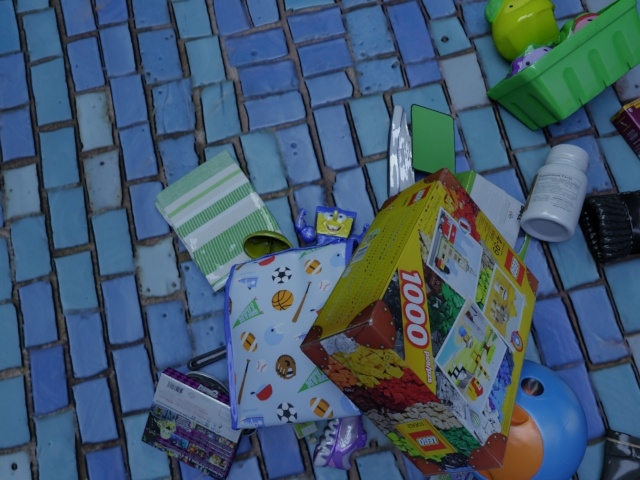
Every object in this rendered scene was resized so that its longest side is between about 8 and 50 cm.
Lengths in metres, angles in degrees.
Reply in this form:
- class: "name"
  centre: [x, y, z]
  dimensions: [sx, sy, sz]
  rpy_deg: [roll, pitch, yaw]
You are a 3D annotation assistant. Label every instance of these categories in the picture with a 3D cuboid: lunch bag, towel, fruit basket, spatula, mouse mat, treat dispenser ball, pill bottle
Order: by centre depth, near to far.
- class: "treat dispenser ball"
  centre: [0.429, 0.404, 1.265]
  dimensions: [0.288, 0.288, 0.288]
  rpy_deg: [-1, 76, 3]
- class: "lunch bag"
  centre: [-0.034, 0.206, 1.310]
  dimensions: [0.328, 0.239, 0.385]
  rpy_deg: [-14, 76, 18]
- class: "pill bottle"
  centre: [0.600, -0.122, 1.459]
  dimensions: [0.131, 0.131, 0.229]
  rpy_deg: [22, 70, 8]
- class: "spatula"
  centre: [-0.199, 0.264, 1.466]
  dimensions: [0.296, 0.030, 0.084]
  rpy_deg: [-23, 78, -3]
- class: "fruit basket"
  centre: [0.594, -0.524, 1.512]
  dimensions: [0.392, 0.283, 0.392]
  rpy_deg: [0, 91, -7]
- class: "mouse mat"
  centre: [0.301, -0.263, 1.538]
  dimensions: [0.153, 0.007, 0.189]
  rpy_deg: [9, 73, -29]
- class: "towel"
  centre: [-0.268, -0.054, 1.547]
  dimensions: [0.248, 0.038, 0.325]
  rpy_deg: [-34, 75, -7]

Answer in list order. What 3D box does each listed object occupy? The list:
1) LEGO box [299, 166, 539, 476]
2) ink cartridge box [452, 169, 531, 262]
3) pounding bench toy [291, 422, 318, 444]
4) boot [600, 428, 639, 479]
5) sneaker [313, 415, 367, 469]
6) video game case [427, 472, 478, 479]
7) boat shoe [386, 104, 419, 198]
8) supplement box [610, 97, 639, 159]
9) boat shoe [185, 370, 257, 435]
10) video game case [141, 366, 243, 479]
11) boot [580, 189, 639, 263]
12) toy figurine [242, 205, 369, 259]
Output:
- class: "LEGO box"
  centre: [0.234, 0.148, 1.185]
  dimensions: [0.372, 0.193, 0.500]
  rpy_deg: [47, 44, -14]
- class: "ink cartridge box"
  centre: [0.419, -0.037, 1.481]
  dimensions: [0.255, 0.097, 0.188]
  rpy_deg: [26, 76, -26]
- class: "pounding bench toy"
  centre: [-0.037, 0.445, 1.401]
  dimensions: [0.052, 0.065, 0.083]
  rpy_deg: [-24, 107, -3]
- class: "boot"
  centre: [0.753, 0.533, 1.333]
  dimensions: [0.198, 0.077, 0.137]
  rpy_deg: [14, 82, 20]
- class: "sneaker"
  centre: [0.070, 0.442, 1.383]
  dimensions: [0.105, 0.095, 0.236]
  rpy_deg: [23, 84, 2]
- class: "video game case"
  centre: [0.342, 0.584, 1.326]
  dimensions: [0.193, 0.023, 0.212]
  rpy_deg: [30, 59, 10]
- class: "boat shoe"
  centre: [0.223, -0.233, 1.541]
  dimensions: [0.084, 0.095, 0.258]
  rpy_deg: [2, 87, 0]
- class: "supplement box"
  centre: [0.872, -0.283, 1.513]
  dimensions: [0.104, 0.081, 0.188]
  rpy_deg: [-29, 77, -4]
- class: "boat shoe"
  centre: [-0.252, 0.399, 1.413]
  dimensions: [0.228, 0.076, 0.080]
  rpy_deg: [38, 81, 11]
- class: "video game case"
  centre: [-0.298, 0.439, 1.375]
  dimensions: [0.232, 0.042, 0.210]
  rpy_deg: [23, 109, 9]
- class: "boot"
  centre: [0.817, 0.023, 1.413]
  dimensions: [0.260, 0.131, 0.348]
  rpy_deg: [-15, 65, -7]
- class: "toy figurine"
  centre: [0.000, 0.000, 1.492]
  dimensions: [0.363, 0.191, 0.217]
  rpy_deg: [9, 49, 3]
